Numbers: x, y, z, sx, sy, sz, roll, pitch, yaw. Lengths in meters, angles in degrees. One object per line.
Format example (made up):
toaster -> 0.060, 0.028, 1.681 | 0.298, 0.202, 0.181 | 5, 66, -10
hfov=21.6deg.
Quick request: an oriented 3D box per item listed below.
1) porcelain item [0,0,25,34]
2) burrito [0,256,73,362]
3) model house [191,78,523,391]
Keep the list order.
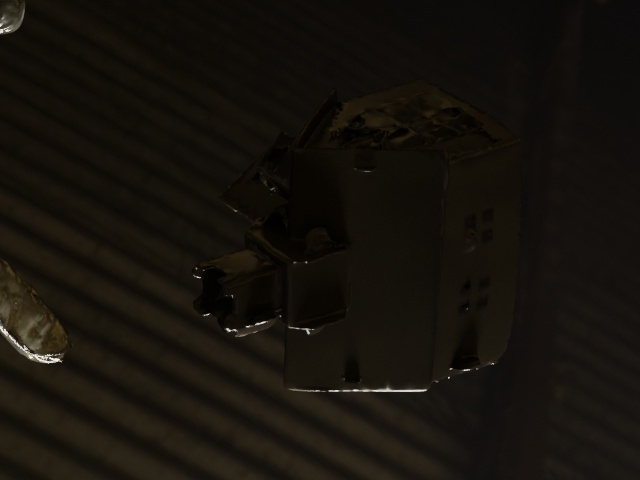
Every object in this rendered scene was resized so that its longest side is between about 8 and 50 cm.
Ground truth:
porcelain item -> -0.387, -0.251, 1.797 | 0.081, 0.069, 0.216 | 6, -172, 9
burrito -> -0.302, 0.065, 1.651 | 0.063, 0.058, 0.229 | 45, 168, 31
model house -> 0.000, 0.000, 1.288 | 0.243, 0.211, 0.204 | -19, -146, -33
